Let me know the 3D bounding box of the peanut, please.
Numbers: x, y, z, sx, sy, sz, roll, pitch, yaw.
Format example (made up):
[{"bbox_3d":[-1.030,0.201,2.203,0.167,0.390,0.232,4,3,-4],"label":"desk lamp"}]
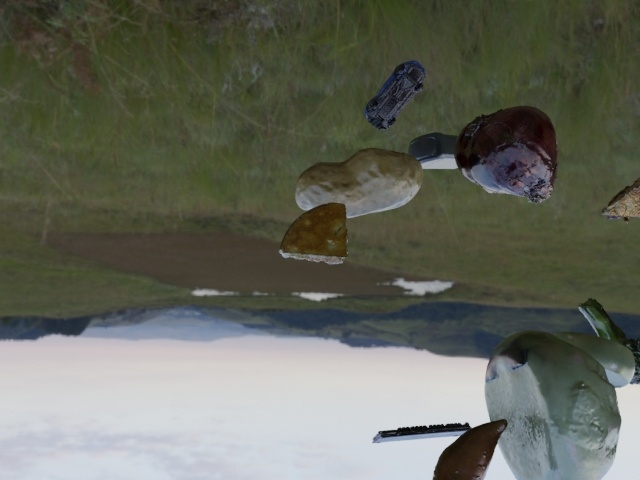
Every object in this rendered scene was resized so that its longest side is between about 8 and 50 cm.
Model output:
[{"bbox_3d":[0.114,-0.165,1.551,0.386,0.170,0.192,-14,139,-13],"label":"peanut"}]

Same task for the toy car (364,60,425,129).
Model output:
[{"bbox_3d":[0.212,-0.423,1.567,0.103,0.216,0.063,29,-164,-34],"label":"toy car"}]

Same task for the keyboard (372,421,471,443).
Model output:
[{"bbox_3d":[0.235,0.447,1.262,0.231,0.023,0.072,1,147,-16],"label":"keyboard"}]

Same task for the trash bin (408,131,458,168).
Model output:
[{"bbox_3d":[0.435,-0.318,1.958,0.236,0.101,0.176,-2,171,-28],"label":"trash bin"}]

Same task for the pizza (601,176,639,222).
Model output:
[{"bbox_3d":[1.010,-0.120,1.793,0.193,0.154,0.069,-16,-163,-3],"label":"pizza"}]

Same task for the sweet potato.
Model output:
[{"bbox_3d":[0.209,0.452,0.901,0.095,0.355,0.106,39,155,-10],"label":"sweet potato"}]

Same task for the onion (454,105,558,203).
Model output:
[{"bbox_3d":[0.460,-0.222,1.379,0.280,0.221,0.281,33,162,12],"label":"onion"}]

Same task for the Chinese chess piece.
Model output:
[{"bbox_3d":[0.621,0.274,1.257,0.188,0.083,0.188,20,161,7],"label":"Chinese chess piece"}]

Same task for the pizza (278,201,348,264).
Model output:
[{"bbox_3d":[0.000,0.000,1.095,0.175,0.134,0.046,-29,158,-18],"label":"pizza"}]

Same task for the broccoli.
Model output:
[{"bbox_3d":[0.921,0.309,1.667,0.198,0.275,0.177,32,116,-35],"label":"broccoli"}]

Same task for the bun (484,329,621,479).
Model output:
[{"bbox_3d":[0.420,0.295,0.943,0.187,0.293,0.293,-7,170,-5],"label":"bun"}]
